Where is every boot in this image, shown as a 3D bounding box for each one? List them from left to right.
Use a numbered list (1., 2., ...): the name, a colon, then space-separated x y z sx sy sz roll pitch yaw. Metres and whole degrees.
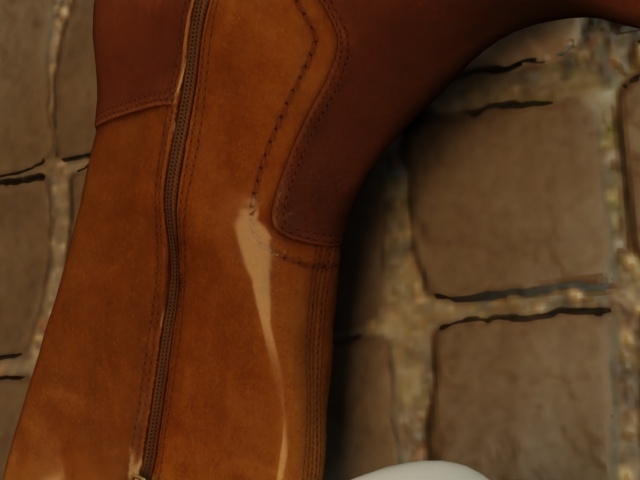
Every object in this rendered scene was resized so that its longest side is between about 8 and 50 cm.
1. boot: 0.000 0.000 0.595 0.264 0.096 0.281 12 91 32

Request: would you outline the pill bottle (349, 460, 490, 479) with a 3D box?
1. pill bottle: 0.080 0.235 0.461 0.334 0.188 0.188 46 108 27
